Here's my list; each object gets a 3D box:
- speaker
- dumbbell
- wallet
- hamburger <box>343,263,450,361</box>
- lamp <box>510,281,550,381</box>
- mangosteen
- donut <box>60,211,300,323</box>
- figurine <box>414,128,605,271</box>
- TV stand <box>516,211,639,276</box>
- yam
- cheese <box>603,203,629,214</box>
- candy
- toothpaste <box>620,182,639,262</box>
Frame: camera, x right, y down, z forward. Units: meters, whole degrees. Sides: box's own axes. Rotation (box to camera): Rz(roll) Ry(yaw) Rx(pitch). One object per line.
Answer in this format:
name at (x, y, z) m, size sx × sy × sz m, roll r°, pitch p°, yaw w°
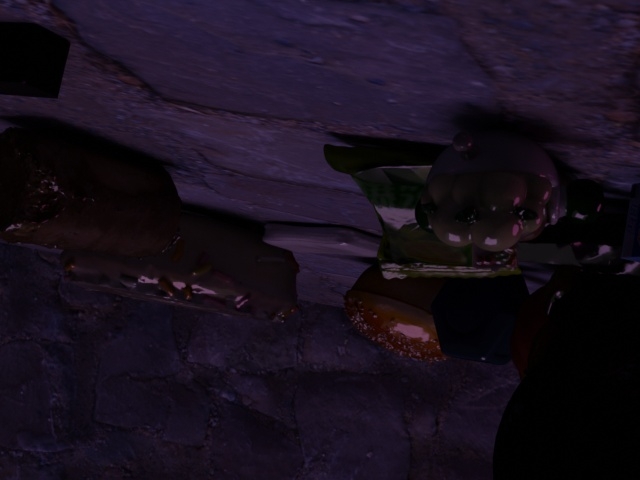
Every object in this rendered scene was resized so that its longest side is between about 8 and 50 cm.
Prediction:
speaker at (-0.275, -0.135, 0.852) m, size 0.191 × 0.046 × 0.040 m, roll 7°, pitch 172°, yaw 28°
dumbbell at (0.317, 0.130, 1.734) m, size 0.325 × 0.144 × 0.160 m, roll 18°, pitch 169°, yaw -43°
wallet at (0.000, 0.000, 1.629) m, size 0.190 × 0.033 × 0.095 m, roll 4°, pitch 169°, yaw 45°
hamburger at (0.149, 0.120, 1.924) m, size 0.237 × 0.147 × 0.237 m, roll 13°, pitch 171°, yaw 2°
lamp at (0.358, 0.150, 1.510) m, size 0.227 × 0.227 × 0.227 m, roll 11°, pitch 174°, yaw 1°
mangosteen at (0.370, 0.201, 1.224) m, size 0.382 × 0.435 × 0.382 m, roll 6°, pitch 158°, yaw 2°
donut at (-0.210, 0.033, 1.793) m, size 0.382 × 0.142 × 0.382 m, roll 11°, pitch 175°, yaw 1°
figurine at (0.142, -0.028, 0.859) m, size 0.147 × 0.093 × 0.197 m, roll -4°, pitch 169°, yaw 30°
TV stand at (0.265, 0.004, 0.971) m, size 0.249 × 0.042 × 0.036 m, roll 4°, pitch 146°, yaw -6°
yam at (-0.269, -0.048, 1.262) m, size 0.129 × 0.128 × 0.238 m, roll -32°, pitch 157°, yaw 27°
cheese at (0.246, -0.008, 1.076) m, size 0.105 × 0.042 × 0.191 m, roll 16°, pitch 171°, yaw -31°
candy at (0.100, -0.025, 1.044) m, size 0.149 × 0.069 × 0.246 m, roll 3°, pitch 150°, yaw 17°
toothpaste at (0.369, 0.011, 0.922) m, size 0.272 × 0.066 × 0.053 m, roll 13°, pitch 173°, yaw -21°
